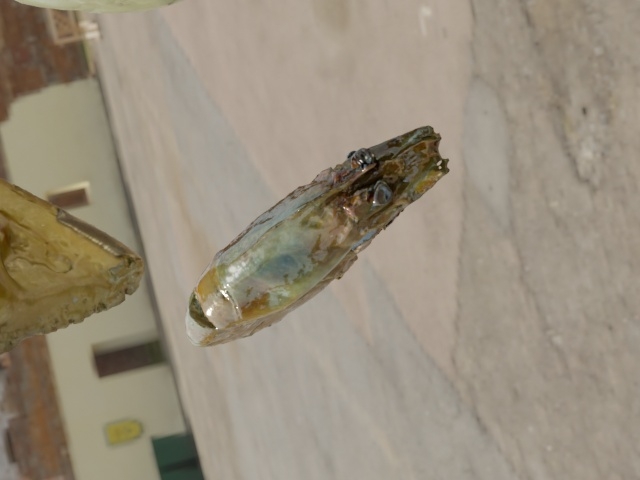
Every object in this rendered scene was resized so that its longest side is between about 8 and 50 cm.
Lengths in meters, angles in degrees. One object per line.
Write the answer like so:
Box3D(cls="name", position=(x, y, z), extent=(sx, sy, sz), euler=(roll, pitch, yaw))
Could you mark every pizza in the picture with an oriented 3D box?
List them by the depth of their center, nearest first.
Box3D(cls="pizza", position=(-0.206, 0.004, 0.710), extent=(0.188, 0.204, 0.081), euler=(-77, 2, -57))

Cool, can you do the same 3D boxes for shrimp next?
Box3D(cls="shrimp", position=(-0.001, -0.002, 0.707), extent=(0.051, 0.115, 0.217), euler=(54, 132, 9))

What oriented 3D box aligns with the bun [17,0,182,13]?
Box3D(cls="bun", position=(-0.079, -0.198, 0.433), extent=(0.141, 0.239, 0.239), euler=(140, 117, -68))
